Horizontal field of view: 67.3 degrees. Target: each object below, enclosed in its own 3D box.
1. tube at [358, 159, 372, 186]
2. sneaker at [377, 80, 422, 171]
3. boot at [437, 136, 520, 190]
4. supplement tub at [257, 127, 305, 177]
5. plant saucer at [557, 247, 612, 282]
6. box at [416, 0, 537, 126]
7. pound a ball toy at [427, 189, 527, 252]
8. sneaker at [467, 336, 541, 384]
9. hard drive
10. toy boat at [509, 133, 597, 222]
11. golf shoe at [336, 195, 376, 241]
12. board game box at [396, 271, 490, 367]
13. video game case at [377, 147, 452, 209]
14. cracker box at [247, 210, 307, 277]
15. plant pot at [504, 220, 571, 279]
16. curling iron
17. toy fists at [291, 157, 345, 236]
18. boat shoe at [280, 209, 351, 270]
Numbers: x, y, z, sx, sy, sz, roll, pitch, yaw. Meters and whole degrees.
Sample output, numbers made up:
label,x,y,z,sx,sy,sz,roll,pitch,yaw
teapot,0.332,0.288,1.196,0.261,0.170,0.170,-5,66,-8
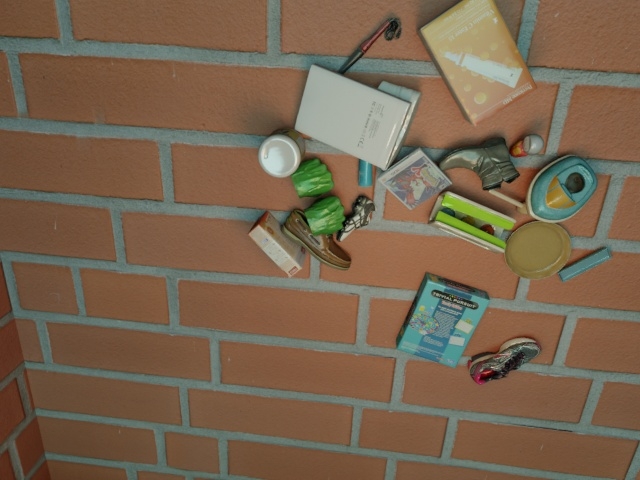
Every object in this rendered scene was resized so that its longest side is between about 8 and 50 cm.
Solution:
label,x,y,z,sx,sy,sz,roll,pitch,yaw
tube,0.159,-0.295,1.709,0.052,0.080,0.207,-12,117,-18
sneaker,0.218,-0.395,1.654,0.169,0.108,0.292,25,118,12
boot,0.537,-0.242,1.638,0.247,0.083,0.161,-16,75,12
supplement tub,-0.128,-0.309,1.663,0.144,0.199,0.144,2,112,5
plant saucer,0.979,0.090,1.789,0.192,0.018,0.067,-32,129,18
box,0.482,-0.568,1.504,0.215,0.168,0.345,-31,106,17
pound a ball toy,0.574,-0.091,1.730,0.319,0.136,0.208,22,88,-3
sneaker,0.750,0.496,1.942,0.299,0.112,0.121,-31,106,17
hard drive,0.100,-0.414,1.612,0.353,0.047,0.233,26,122,13
toy boat,0.765,-0.216,1.604,0.267,0.148,0.318,-43,93,-6
golf shoe,0.135,-0.066,1.791,0.094,0.077,0.198,31,102,-18
board game box,0.480,0.320,1.918,0.254,0.079,0.336,18,113,-1
video game case,0.331,-0.211,1.692,0.183,0.023,0.201,-34,128,28
cracker box,-0.158,0.012,1.822,0.067,0.155,0.232,-40,102,19
plant pot,0.803,0.033,1.789,0.236,0.032,0.236,2,113,5
curling iron,0.155,-0.627,1.589,0.274,0.035,0.068,-35,104,18
toy fists,-0.003,-0.157,1.746,0.142,0.096,0.279,-20,92,2
boat shoe,0.000,0.000,1.824,0.307,0.110,0.104,32,113,-7
